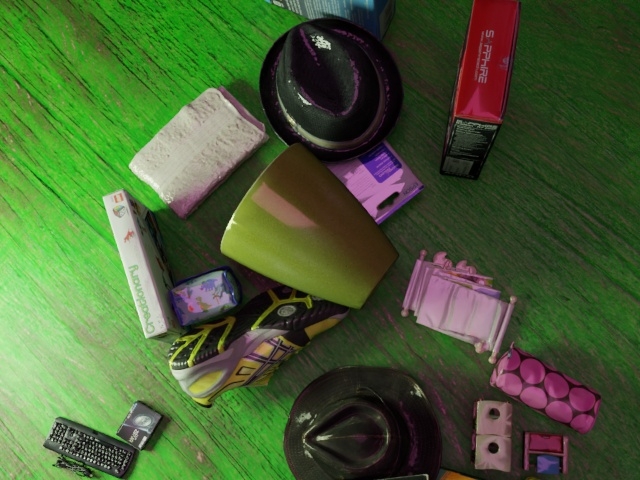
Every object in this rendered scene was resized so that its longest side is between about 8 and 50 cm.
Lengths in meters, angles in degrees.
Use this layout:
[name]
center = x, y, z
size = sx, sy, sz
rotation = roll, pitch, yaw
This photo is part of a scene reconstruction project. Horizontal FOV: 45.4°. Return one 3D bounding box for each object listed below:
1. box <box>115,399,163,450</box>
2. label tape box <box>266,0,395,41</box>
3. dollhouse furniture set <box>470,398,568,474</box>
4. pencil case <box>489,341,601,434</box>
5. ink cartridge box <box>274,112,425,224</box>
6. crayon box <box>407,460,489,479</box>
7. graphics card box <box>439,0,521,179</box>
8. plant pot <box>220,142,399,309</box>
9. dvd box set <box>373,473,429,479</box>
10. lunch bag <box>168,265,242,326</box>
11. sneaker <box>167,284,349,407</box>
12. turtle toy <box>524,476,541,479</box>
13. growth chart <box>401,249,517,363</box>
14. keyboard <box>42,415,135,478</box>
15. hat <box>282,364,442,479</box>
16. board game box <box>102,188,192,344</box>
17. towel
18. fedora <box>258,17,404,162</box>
[box]
center = -0.381, 0.389, 1.608
size = 0.067, 0.018, 0.083
rotation = 30, 82, 11
[label tape box]
center = -0.012, -0.578, 1.655
size = 0.347, 0.249, 0.115
rotation = 27, 82, 11
[dollhouse furniture set]
center = 0.389, 0.378, 1.474
size = 0.183, 0.129, 0.129
rotation = 3, 78, 8
[pencil case]
center = 0.447, 0.291, 1.510
size = 0.209, 0.095, 0.098
rotation = 30, 62, 9
[ink cartridge box]
center = 0.062, -0.181, 1.660
size = 0.165, 0.065, 0.333
rotation = -37, 76, -2
[crayon box]
center = 0.292, 0.532, 1.438
size = 0.278, 0.081, 0.165
rotation = 9, 79, 26
[graphics card box]
center = 0.306, -0.280, 1.499
size = 0.094, 0.371, 0.233
rotation = 9, 80, 7
[plant pot]
center = 0.000, 0.000, 1.531
size = 0.293, 0.275, 0.275
rotation = 36, 84, 7
[dvd box set]
center = 0.082, 0.653, 1.403
size = 0.307, 0.062, 0.420
rotation = -9, 97, 9
[lunch bag]
center = -0.232, 0.113, 1.583
size = 0.129, 0.151, 0.096
rotation = -19, 87, 1
[sneaker]
center = -0.117, 0.209, 1.577
size = 0.384, 0.145, 0.147
rotation = -22, 119, -10
[turtle toy]
center = 0.424, 0.520, 1.472
size = 0.095, 0.066, 0.130
rotation = -20, 77, 1
[growth chart]
center = 0.289, 0.128, 1.593
size = 0.237, 0.021, 0.172
rotation = 25, 81, 10
[keyboard]
center = -0.492, 0.446, 1.599
size = 0.192, 0.038, 0.100
rotation = 18, 81, 10
[hat]
center = 0.058, 0.385, 1.467
size = 0.331, 0.134, 0.331
rotation = -6, 75, 22
[board game box]
center = -0.353, 0.061, 1.585
size = 0.053, 0.193, 0.305
rotation = -21, 76, 1
[towel]
center = -0.269, -0.202, 1.706
size = 0.187, 0.049, 0.282
rotation = 44, 86, 13
[fedora]
center = 0.014, -0.334, 1.584
size = 0.334, 0.152, 0.334
rotation = -1, 80, 7
